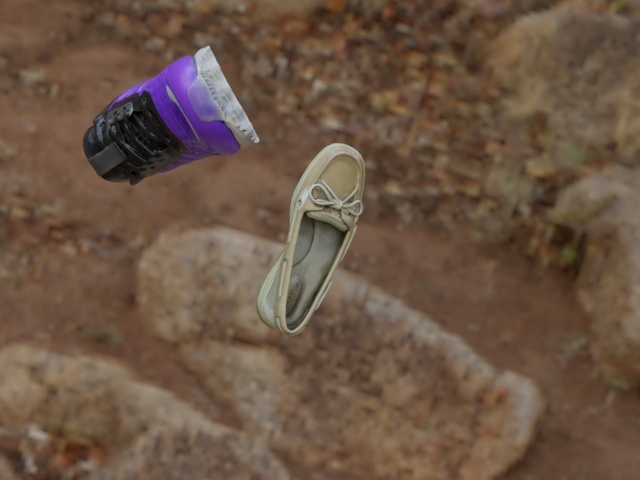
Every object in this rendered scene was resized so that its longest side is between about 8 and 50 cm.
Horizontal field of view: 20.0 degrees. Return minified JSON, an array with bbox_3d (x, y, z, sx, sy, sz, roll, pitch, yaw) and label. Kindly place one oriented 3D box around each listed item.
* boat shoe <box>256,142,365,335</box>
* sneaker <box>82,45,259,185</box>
[{"bbox_3d":[-0.002,0.000,1.387,0.056,0.153,0.048,27,-2,-20],"label":"boat shoe"},{"bbox_3d":[-0.152,-0.103,1.723,0.146,0.102,0.293,-29,6,-7],"label":"sneaker"}]
